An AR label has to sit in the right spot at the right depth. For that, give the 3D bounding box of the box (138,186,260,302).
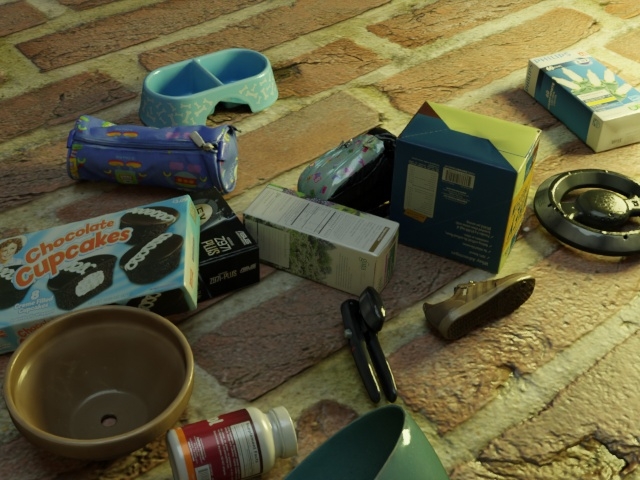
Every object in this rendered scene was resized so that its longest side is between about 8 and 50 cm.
[{"bbox_3d":[-0.198,0.008,1.438,0.147,0.077,0.180,-17,43,-22],"label":"box"}]

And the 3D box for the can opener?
[{"bbox_3d":[0.066,0.153,1.290,0.059,0.073,0.186,1,48,-13],"label":"can opener"}]

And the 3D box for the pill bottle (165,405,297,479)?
[{"bbox_3d":[-0.111,0.259,1.132,0.152,0.086,0.086,-13,42,-18],"label":"pill bottle"}]

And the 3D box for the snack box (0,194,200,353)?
[{"bbox_3d":[-0.337,0.049,1.324,0.322,0.060,0.187,-13,44,7],"label":"snack box"}]

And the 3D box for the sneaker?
[{"bbox_3d":[0.240,0.082,1.372,0.188,0.066,0.071,-22,44,-26],"label":"sneaker"}]

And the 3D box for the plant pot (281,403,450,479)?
[{"bbox_3d":[0.044,0.340,0.929,0.195,0.290,0.290,47,48,-3],"label":"plant pot"}]

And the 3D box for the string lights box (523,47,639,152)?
[{"bbox_3d":[0.537,-0.286,1.818,0.133,0.077,0.260,-15,42,-17],"label":"string lights box"}]

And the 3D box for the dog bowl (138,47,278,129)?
[{"bbox_3d":[-0.225,-0.309,1.824,0.297,0.074,0.166,-21,45,-26],"label":"dog bowl"}]

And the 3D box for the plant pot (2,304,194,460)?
[{"bbox_3d":[-0.280,0.202,1.176,0.237,0.110,0.237,1,41,-1],"label":"plant pot"}]

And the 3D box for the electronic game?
[{"bbox_3d":[0.482,-0.051,1.555,0.229,0.048,0.229,1,41,-1],"label":"electronic game"}]

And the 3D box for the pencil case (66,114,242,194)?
[{"bbox_3d":[-0.293,-0.152,1.591,0.306,0.133,0.119,5,73,5],"label":"pencil case"}]

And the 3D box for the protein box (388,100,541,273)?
[{"bbox_3d":[0.229,-0.088,1.470,0.199,0.201,0.136,18,42,19],"label":"protein box"}]

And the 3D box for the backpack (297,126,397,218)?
[{"bbox_3d":[0.053,-0.095,1.538,0.182,0.152,0.115,-35,45,-20],"label":"backpack"}]

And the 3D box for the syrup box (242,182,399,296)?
[{"bbox_3d":[0.000,0.000,1.442,0.237,0.093,0.096,17,42,18],"label":"syrup box"}]
